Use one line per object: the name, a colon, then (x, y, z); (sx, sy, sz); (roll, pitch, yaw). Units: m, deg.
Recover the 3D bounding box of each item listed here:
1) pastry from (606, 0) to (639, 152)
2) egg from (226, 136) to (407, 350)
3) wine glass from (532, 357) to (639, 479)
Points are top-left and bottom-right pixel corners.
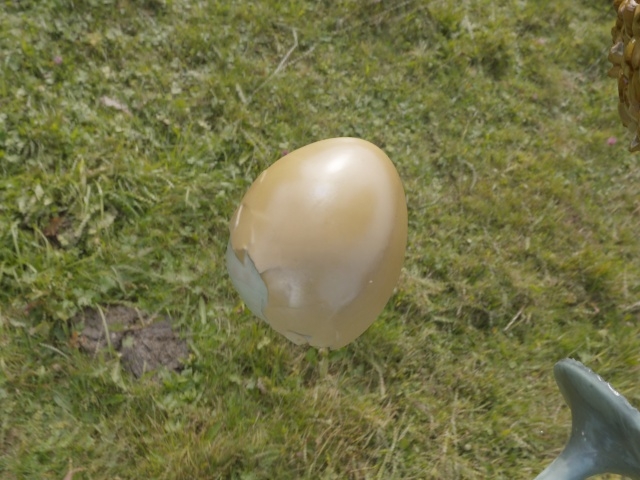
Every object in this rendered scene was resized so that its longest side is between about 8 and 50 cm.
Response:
pastry: (0.347, -0.190, 0.402); (0.245, 0.409, 0.410); (31, 63, 2)
egg: (0.000, 0.000, 0.750); (0.201, 0.201, 0.244); (30, 97, 6)
wine glass: (0.067, 0.233, 0.441); (0.309, 0.264, 0.096); (-37, 62, -4)
